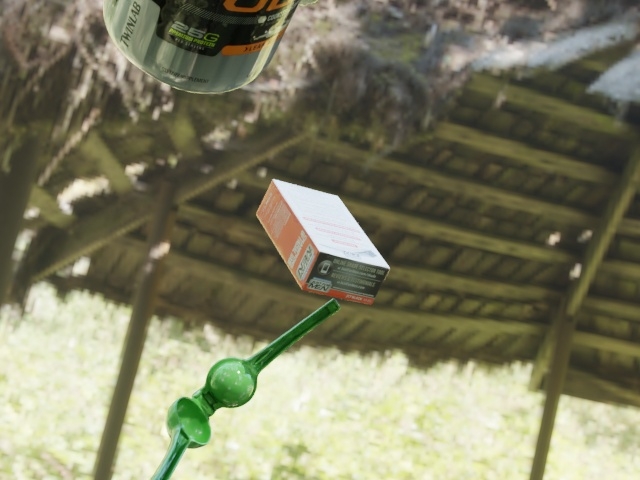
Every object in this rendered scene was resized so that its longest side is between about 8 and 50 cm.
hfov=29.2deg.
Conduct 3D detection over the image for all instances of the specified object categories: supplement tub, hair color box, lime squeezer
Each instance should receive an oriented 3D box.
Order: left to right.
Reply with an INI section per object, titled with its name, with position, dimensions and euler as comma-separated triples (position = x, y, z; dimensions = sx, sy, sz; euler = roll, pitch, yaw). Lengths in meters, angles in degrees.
[lime squeezer]
position = -0.102, 0.159, 1.292
dimensions = 0.059, 0.310, 0.110
euler = 45, -39, 3
[supplement tub]
position = -0.091, -0.310, 1.205
dimensions = 0.193, 0.193, 0.316
euler = 16, -38, -12
[hair color box]
position = 0.000, 0.000, 1.376
dimensions = 0.093, 0.053, 0.167
euler = 14, 23, -28

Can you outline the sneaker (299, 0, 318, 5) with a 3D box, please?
[sneaker]
position = -0.058, -0.383, 1.598
dimensions = 0.122, 0.110, 0.283
euler = -8, -9, -6
